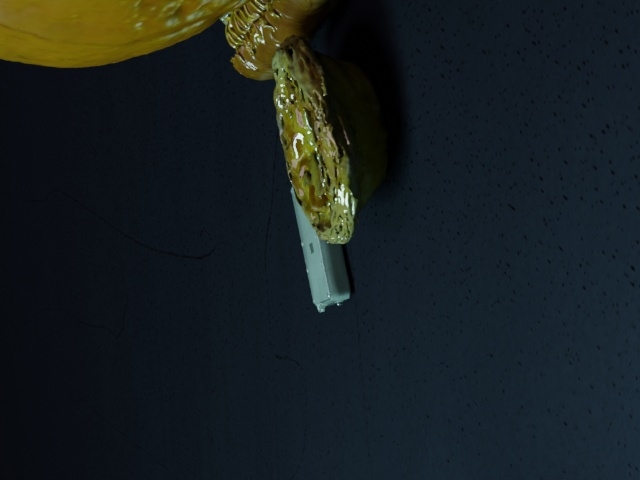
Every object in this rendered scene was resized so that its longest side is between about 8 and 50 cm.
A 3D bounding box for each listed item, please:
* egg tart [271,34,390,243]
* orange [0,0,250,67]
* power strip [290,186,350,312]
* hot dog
[{"bbox_3d":[0.007,-0.061,1.069,0.129,0.049,0.129,166,90,-76],"label":"egg tart"},{"bbox_3d":[-0.125,-0.257,0.966,0.340,0.293,0.341,-2,88,54],"label":"orange"},{"bbox_3d":[0.000,0.000,1.169,0.040,0.016,0.090,151,108,-71],"label":"power strip"},{"bbox_3d":[-0.025,-0.150,1.116,0.165,0.045,0.071,136,123,-68],"label":"hot dog"}]
